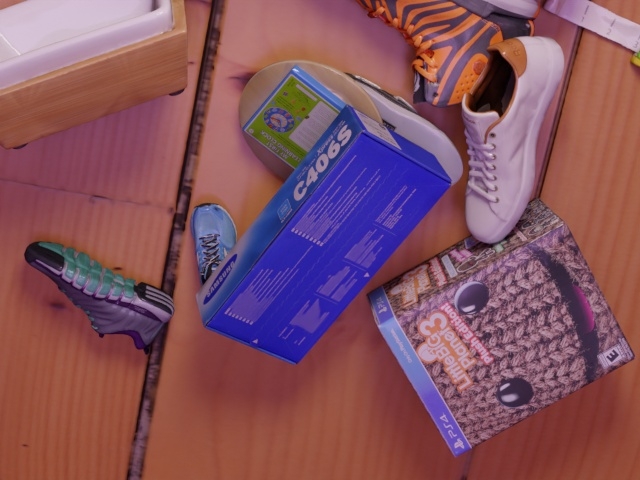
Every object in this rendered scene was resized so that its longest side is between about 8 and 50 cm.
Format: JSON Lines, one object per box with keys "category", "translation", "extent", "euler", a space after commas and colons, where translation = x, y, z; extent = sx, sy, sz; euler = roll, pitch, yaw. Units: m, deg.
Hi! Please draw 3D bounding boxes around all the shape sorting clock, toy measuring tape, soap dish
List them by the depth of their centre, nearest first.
{"category": "soap dish", "translation": [-0.302, -0.237, 1.497], "extent": [0.290, 0.229, 0.118], "euler": [-19, 122, 2]}
{"category": "shape sorting clock", "translation": [-0.012, -0.154, 1.586], "extent": [0.206, 0.040, 0.206], "euler": [9, 128, 12]}
{"category": "toy measuring tape", "translation": [0.462, -0.256, 1.591], "extent": [0.330, 0.121, 0.121], "euler": [24, 103, -10]}

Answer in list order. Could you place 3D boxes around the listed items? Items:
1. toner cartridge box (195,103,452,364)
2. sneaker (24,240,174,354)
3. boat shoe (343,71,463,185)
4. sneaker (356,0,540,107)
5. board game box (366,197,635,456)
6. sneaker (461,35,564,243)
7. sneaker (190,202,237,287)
{"category": "toner cartridge box", "translation": [0.000, 0.000, 1.572], "extent": [0.165, 0.075, 0.348], "euler": [27, 113, -32]}
{"category": "sneaker", "translation": [-0.322, 0.086, 1.652], "extent": [0.223, 0.083, 0.098], "euler": [26, 107, -11]}
{"category": "boat shoe", "translation": [0.106, -0.158, 1.612], "extent": [0.219, 0.070, 0.078], "euler": [37, 117, -7]}
{"category": "sneaker", "translation": [0.123, -0.275, 1.558], "extent": [0.321, 0.124, 0.180], "euler": [16, 103, -8]}
{"category": "board game box", "translation": [0.251, 0.120, 1.667], "extent": [0.291, 0.141, 0.232], "euler": [-30, 105, 4]}
{"category": "sneaker", "translation": [0.220, -0.131, 1.556], "extent": [0.123, 0.106, 0.290], "euler": [-5, 117, -35]}
{"category": "sneaker", "translation": [-0.144, 0.026, 1.649], "extent": [0.063, 0.073, 0.162], "euler": [-10, 106, 0]}
